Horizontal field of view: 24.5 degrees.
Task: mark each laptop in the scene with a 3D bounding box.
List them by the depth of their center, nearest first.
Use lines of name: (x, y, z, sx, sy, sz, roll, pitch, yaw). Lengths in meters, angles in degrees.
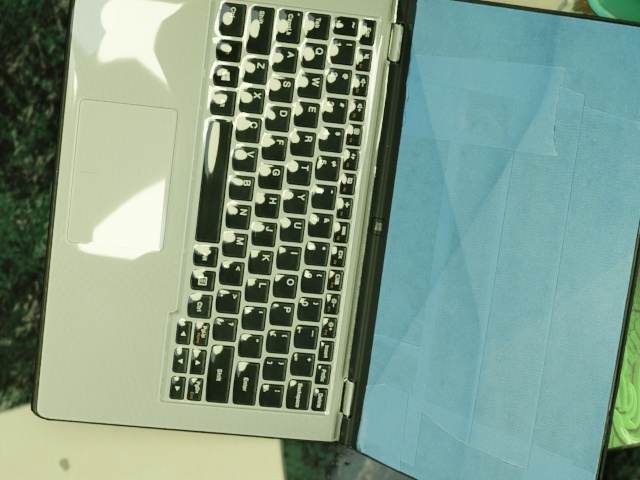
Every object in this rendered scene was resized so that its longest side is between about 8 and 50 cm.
laptop: (0.000, 0.000, 1.095, 0.408, 0.236, 0.381, 6, 100, -8)

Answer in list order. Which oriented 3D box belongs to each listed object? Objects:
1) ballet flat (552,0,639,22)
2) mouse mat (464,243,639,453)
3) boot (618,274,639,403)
ballet flat: (0.336, -0.049, 1.110, 0.409, 0.147, 0.147, 39, 97, 21)
mouse mat: (0.201, 0.068, 1.121, 0.153, 0.007, 0.189, -12, 82, 3)
boot: (0.215, 0.127, 1.149, 0.198, 0.077, 0.137, -33, 80, 14)
